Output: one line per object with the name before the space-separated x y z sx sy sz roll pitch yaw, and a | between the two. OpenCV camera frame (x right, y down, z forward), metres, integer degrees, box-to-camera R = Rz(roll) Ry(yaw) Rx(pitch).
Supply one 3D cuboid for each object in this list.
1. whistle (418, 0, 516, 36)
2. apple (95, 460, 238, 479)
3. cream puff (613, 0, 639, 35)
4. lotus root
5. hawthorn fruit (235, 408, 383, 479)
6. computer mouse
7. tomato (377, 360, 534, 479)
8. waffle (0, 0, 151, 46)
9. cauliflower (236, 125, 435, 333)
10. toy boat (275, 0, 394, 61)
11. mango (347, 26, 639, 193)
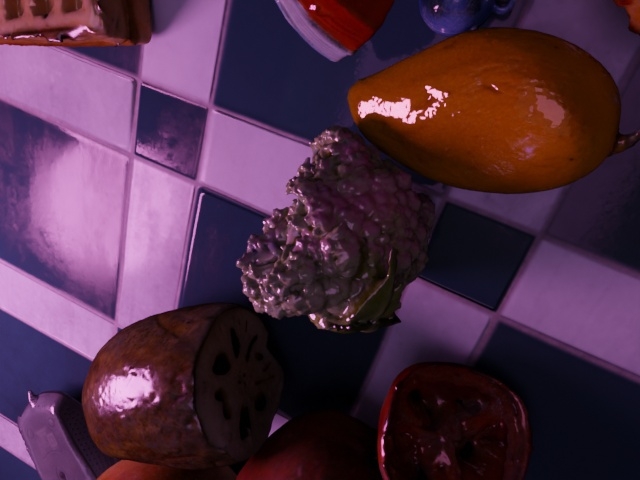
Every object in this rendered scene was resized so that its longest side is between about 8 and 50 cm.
whistle | 0.130 -0.268 0.501 0.158 0.090 0.090 18 116 17
apple | -0.278 0.537 0.852 0.277 0.319 0.319 -38 93 25
cream puff | 0.348 -0.269 0.367 0.240 0.164 0.240 3 117 6
lotus root | -0.248 0.241 0.770 0.346 0.250 0.250 -19 102 34
hawthorn fruit | 0.005 0.429 0.695 0.308 0.308 0.324 31 95 9
computer mouse | -0.552 0.492 1.058 0.188 0.122 0.371 -28 91 25
tomato | 0.173 0.277 0.647 0.228 0.228 0.101 48 157 0
waffle | -0.431 -0.417 0.659 0.376 0.114 0.261 9 113 20
cauliflower | 0.000 0.000 0.599 0.315 0.256 0.239 5 135 51
toy boat | -0.014 -0.333 0.416 0.145 0.133 0.332 -25 116 -15
mango | 0.171 -0.138 0.512 0.317 0.119 0.176 11 131 32
